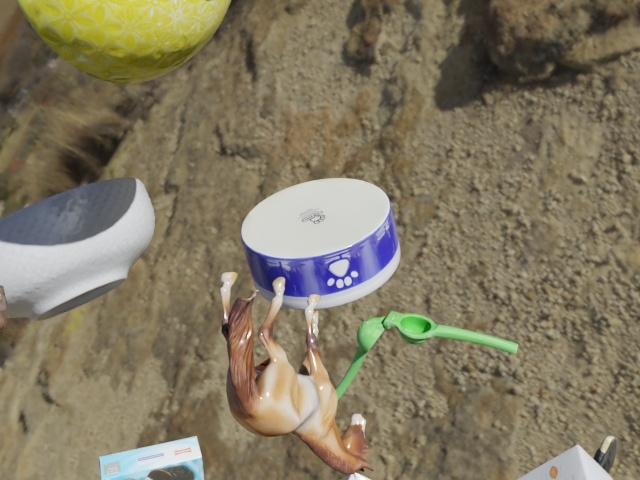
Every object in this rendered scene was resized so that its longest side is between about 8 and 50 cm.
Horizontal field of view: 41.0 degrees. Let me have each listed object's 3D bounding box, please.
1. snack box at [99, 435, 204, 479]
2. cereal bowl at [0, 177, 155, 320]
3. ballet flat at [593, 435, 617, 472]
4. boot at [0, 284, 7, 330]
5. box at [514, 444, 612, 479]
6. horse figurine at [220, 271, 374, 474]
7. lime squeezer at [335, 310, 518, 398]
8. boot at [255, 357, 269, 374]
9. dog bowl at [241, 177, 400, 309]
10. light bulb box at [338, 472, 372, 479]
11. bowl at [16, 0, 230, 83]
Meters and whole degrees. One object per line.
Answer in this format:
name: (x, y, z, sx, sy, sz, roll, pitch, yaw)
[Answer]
snack box: (-0.319, 0.527, 1.689, 0.060, 0.187, 0.322, -115, 20, -48)
cereal bowl: (-0.416, 0.034, 1.386, 0.339, 0.339, 0.141, -28, 87, 35)
ballet flat: (0.507, 0.431, 1.601, 0.049, 0.057, 0.173, 39, 127, 38)
boot: (-0.360, 0.070, 0.929, 0.114, 0.106, 0.037, 0, 53, 43)
box: (0.343, 0.406, 1.247, 0.170, 0.091, 0.130, -38, 21, 23)
horse figurine: (-0.030, 0.127, 0.809, 0.066, 0.263, 0.174, -12, 69, 22)
lime squeezer: (0.120, 0.153, 1.228, 0.310, 0.059, 0.110, -21, 87, 30)
boot: (-0.104, 0.264, 1.773, 0.084, 0.059, 0.158, -52, -6, -9)
dog bowl: (0.000, 0.000, 1.476, 0.265, 0.104, 0.265, -10, 31, 6)
light bulb box: (0.048, 0.717, 1.803, 0.358, 0.225, 0.361, -62, 2, -28)
bowl: (-0.175, -0.322, 0.906, 0.156, 0.289, 0.289, -4, 61, 36)
